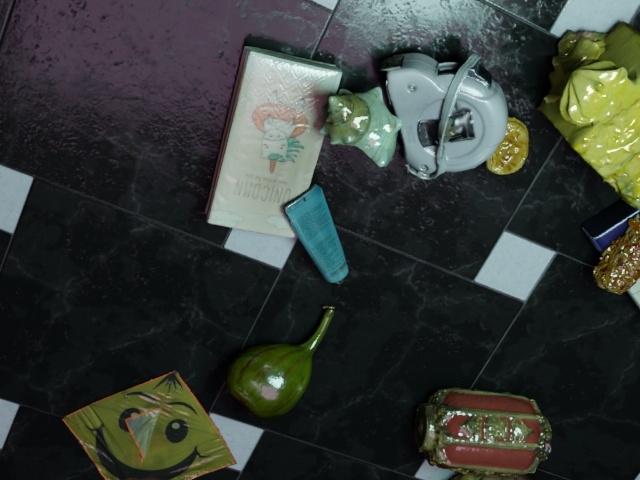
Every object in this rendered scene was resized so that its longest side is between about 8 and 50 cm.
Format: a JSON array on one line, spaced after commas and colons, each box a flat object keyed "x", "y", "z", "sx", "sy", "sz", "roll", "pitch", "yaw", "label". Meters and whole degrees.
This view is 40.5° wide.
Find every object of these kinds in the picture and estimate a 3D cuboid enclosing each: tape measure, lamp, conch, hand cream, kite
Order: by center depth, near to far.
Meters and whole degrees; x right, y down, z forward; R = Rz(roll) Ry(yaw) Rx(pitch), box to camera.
[{"x": 0.084, "y": -0.190, "z": 1.455, "sx": 0.234, "sy": 0.137, "sz": 0.114, "roll": 25, "pitch": 117, "yaw": -36, "label": "conch"}, {"x": 0.223, "y": -0.215, "z": 1.500, "sx": 0.197, "sy": 0.120, "sz": 0.236, "roll": -7, "pitch": 122, "yaw": 16, "label": "tape measure"}, {"x": 0.000, "y": 0.000, "z": 1.606, "sx": 0.083, "sy": 0.048, "sz": 0.224, "roll": -35, "pitch": 130, "yaw": -15, "label": "hand cream"}, {"x": 0.334, "y": 0.396, "z": 1.791, "sx": 0.274, "sy": 0.177, "sz": 0.177, "roll": 8, "pitch": 115, "yaw": -7, "label": "lamp"}, {"x": -0.346, "y": 0.402, "z": 1.810, "sx": 0.378, "sy": 0.013, "sz": 0.327, "roll": 16, "pitch": 112, "yaw": -12, "label": "kite"}]

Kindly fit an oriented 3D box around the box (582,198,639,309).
[{"x": 0.646, "y": 0.024, "z": 1.690, "sx": 0.168, "sy": 0.071, "sz": 0.259, "roll": -35, "pitch": 113, "yaw": 12, "label": "box"}]

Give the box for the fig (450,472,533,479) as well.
[{"x": 0.368, "y": 0.656, "z": 1.814, "sx": 0.286, "sy": 0.368, "sz": 0.286, "roll": 2, "pitch": 113, "yaw": 5, "label": "fig"}]

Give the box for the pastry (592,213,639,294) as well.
[{"x": 0.581, "y": 0.033, "z": 1.614, "sx": 0.087, "sy": 0.063, "sz": 0.169, "roll": 26, "pitch": 112, "yaw": -13, "label": "pastry"}]

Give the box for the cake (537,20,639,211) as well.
[{"x": 0.514, "y": -0.229, "z": 1.469, "sx": 0.286, "sy": 0.227, "sz": 0.222, "roll": 41, "pitch": 106, "yaw": -21, "label": "cake"}]

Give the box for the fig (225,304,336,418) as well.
[{"x": -0.063, "y": 0.234, "z": 1.718, "sx": 0.259, "sy": 0.151, "sz": 0.151, "roll": -43, "pitch": 115, "yaw": -15, "label": "fig"}]

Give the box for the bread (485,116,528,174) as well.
[{"x": 0.338, "y": -0.173, "z": 1.582, "sx": 0.083, "sy": 0.044, "sz": 0.110, "roll": -10, "pitch": 118, "yaw": -5, "label": "bread"}]

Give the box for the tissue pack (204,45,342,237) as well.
[{"x": -0.087, "y": -0.166, "z": 1.526, "sx": 0.170, "sy": 0.071, "sz": 0.325, "roll": 10, "pitch": 114, "yaw": -16, "label": "tissue pack"}]
